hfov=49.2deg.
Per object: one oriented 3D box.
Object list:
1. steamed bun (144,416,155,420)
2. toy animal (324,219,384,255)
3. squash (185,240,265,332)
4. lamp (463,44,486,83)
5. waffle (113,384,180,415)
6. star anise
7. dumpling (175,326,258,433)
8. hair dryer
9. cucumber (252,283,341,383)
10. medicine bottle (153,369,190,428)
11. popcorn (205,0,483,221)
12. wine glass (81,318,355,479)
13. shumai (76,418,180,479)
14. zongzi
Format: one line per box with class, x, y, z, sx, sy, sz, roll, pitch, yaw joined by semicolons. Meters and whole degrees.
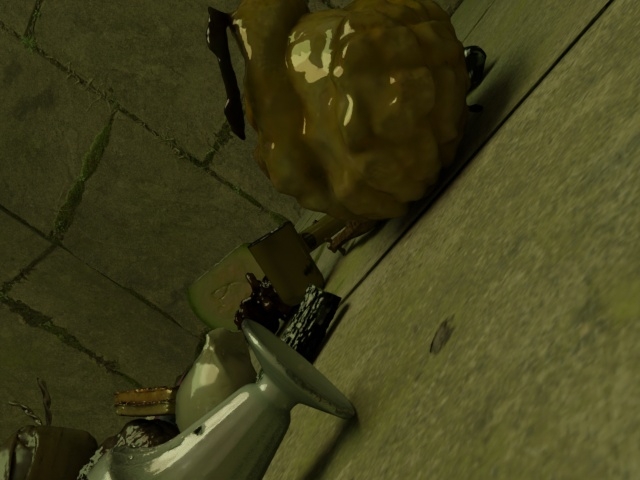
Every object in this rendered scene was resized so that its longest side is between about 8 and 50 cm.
steamed bun;-0.271;0.368;1.373;0.231;0.110;0.212;-56;-13;23
toy animal;0.075;-0.043;1.157;0.275;0.054;0.149;-52;4;39
squash;-0.199;0.111;1.818;0.234;0.210;0.309;-41;11;3
lamp;0.177;-0.272;1.249;0.182;0.182;0.314;-55;30;5
waffle;-0.234;0.245;1.059;0.148;0.102;0.042;-14;71;40
star anise;-0.106;0.116;1.403;0.220;0.126;0.190;-49;11;27
dumpling;-0.133;0.226;0.986;0.155;0.111;0.181;5;-64;-58
hair dryer;0.000;0.000;1.315;0.279;0.135;0.090;-37;6;-40
cucumber;-0.035;0.144;0.929;0.187;0.058;0.058;-59;6;-15
medicine bottle;-0.202;0.287;1.187;0.188;0.119;0.094;-49;13;49
popcorn;0.020;-0.200;0.935;0.349;0.382;0.349;-52;26;39
wine glass;-0.082;0.180;0.608;0.196;0.165;0.165;-52;5;-3
shumai;-0.269;0.405;1.091;0.185;0.184;0.218;53;-148;-54
zongzi;-0.423;0.417;0.992;0.467;0.218;0.500;128;156;-59
